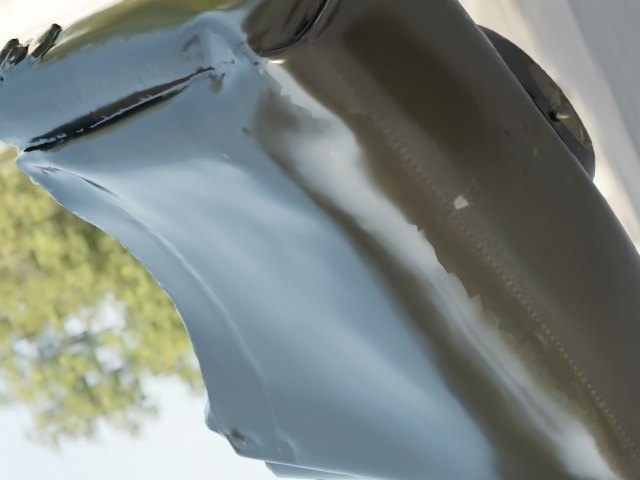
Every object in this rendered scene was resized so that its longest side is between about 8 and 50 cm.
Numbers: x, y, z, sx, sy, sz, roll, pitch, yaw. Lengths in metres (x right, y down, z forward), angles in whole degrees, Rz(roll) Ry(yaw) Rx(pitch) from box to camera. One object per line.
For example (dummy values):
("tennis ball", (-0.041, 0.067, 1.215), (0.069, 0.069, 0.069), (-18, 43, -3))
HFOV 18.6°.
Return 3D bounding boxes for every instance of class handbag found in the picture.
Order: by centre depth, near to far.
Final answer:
("handbag", (0.000, 0.000, 0.860), (0.285, 0.257, 0.113), (51, -130, -27))
